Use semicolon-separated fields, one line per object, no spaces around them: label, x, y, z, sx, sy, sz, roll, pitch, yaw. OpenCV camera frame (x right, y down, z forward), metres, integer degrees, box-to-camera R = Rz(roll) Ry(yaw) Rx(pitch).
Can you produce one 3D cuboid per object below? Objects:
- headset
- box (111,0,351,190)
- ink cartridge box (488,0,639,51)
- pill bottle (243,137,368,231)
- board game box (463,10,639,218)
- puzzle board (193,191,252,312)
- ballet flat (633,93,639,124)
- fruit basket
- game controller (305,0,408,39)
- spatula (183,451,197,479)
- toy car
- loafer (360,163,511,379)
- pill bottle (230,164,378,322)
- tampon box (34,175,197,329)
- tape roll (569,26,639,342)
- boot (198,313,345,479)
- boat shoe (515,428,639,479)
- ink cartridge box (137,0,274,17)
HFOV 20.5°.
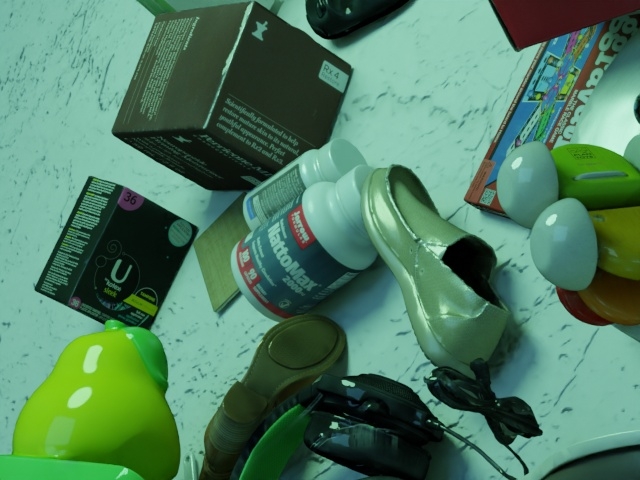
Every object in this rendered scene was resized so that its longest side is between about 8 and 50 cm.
headset;0.032;0.218;1.639;0.394;0.185;0.243;-26;48;37
box;-0.107;-0.167;2.087;0.203;0.168;0.167;2;67;52
ink cartridge box;0.297;-0.294;1.603;0.309;0.130;0.272;-15;25;39
pill bottle;-0.014;-0.053;1.975;0.137;0.078;0.078;-33;44;33
board game box;0.255;-0.146;1.757;0.145;0.027;0.281;21;83;53
puzzle board;-0.105;0.014;2.097;0.096;0.011;0.128;-44;39;20
ballet flat;0.338;-0.104;1.475;0.188;0.070;0.070;1;67;51
fruit basket;-0.244;0.287;1.847;0.392;0.283;0.392;-24;27;13
game controller;0.056;-0.392;2.153;0.166;0.067;0.319;-16;53;26
spatula;-0.129;0.318;1.915;0.168;0.019;0.242;-41;38;31
toy car;0.236;-0.002;1.486;0.182;0.159;0.136;-114;24;-48
loafer;0.122;0.017;1.752;0.092;0.102;0.268;-41;49;22
pill bottle;0.000;0.000;1.894;0.180;0.108;0.108;-38;41;29
tampon box;-0.252;0.021;2.174;0.101;0.120;0.161;17;80;54
tape roll;0.376;-0.076;1.525;0.392;0.072;0.392;-29;47;36
boot;-0.060;0.172;1.877;0.197;0.073;0.152;-38;-19;-36
boat shoe;0.201;0.228;1.404;0.324;0.116;0.097;-31;51;47
ink cartridge box;-0.113;-0.355;2.204;0.056;0.171;0.235;21;77;45
